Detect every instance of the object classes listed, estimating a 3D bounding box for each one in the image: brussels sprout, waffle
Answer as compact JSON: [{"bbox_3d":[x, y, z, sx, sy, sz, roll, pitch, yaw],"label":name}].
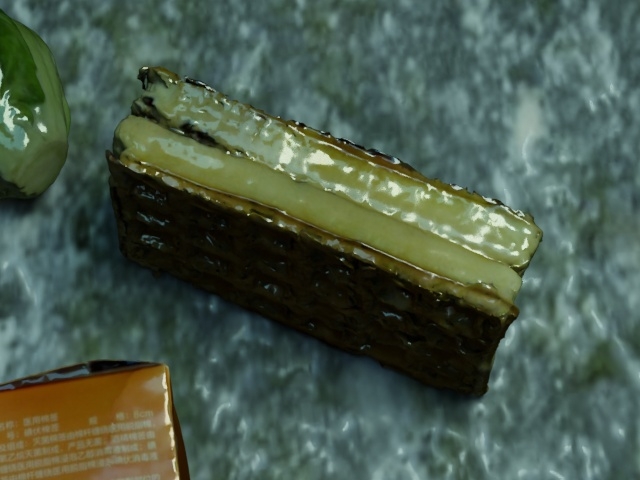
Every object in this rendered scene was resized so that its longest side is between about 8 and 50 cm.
[{"bbox_3d":[-0.274,-0.114,1.287,0.183,0.131,0.145,16,71,10],"label":"brussels sprout"},{"bbox_3d":[0.000,0.001,1.204,0.308,0.213,0.091,21,70,6],"label":"waffle"}]

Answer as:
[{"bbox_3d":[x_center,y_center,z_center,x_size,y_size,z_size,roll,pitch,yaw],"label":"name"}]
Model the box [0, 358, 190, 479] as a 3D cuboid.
[{"bbox_3d":[-0.138,0.272,1.067,0.143,0.225,0.341,-7,67,-4],"label":"box"}]
